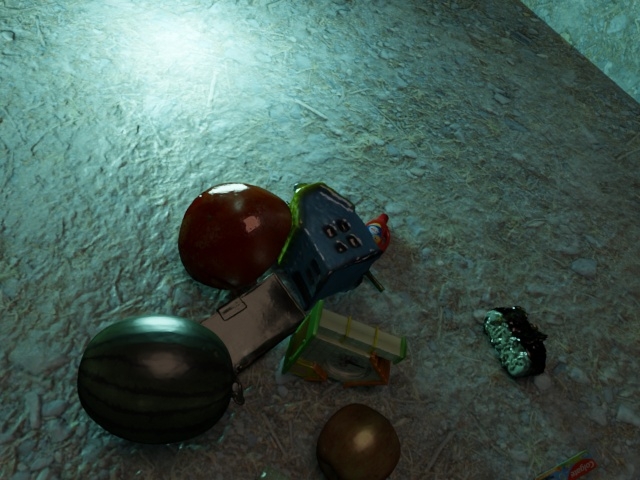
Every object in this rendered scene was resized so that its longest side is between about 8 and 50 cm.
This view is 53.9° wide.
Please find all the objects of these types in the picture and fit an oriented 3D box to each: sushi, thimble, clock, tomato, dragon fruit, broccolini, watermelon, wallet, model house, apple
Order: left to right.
[{"bbox_3d":[-0.345,0.304,1.387,0.359,0.279,0.279,5,52,-12],"label":"watermelon"},{"bbox_3d":[-0.251,-0.035,1.661,0.338,0.144,0.339,-15,54,22],"label":"tomato"},{"bbox_3d":[-0.192,0.227,1.618,0.317,0.044,0.169,-35,83,-28],"label":"wallet"},{"bbox_3d":[-0.203,0.126,1.711,0.083,0.056,0.060,-11,58,-22],"label":"dragon fruit"},{"bbox_3d":[-0.112,0.562,1.374,0.090,0.102,0.115,26,21,4],"label":"thimble"},{"bbox_3d":[0.000,0.000,1.734,0.215,0.237,0.303,-17,67,-27],"label":"model house"},{"bbox_3d":[0.063,0.284,1.574,0.255,0.220,0.106,22,48,-10],"label":"clock"},{"bbox_3d":[0.083,0.477,1.444,0.173,0.188,0.188,-34,69,-29],"label":"apple"},{"bbox_3d":[0.109,0.061,1.869,0.239,0.051,0.054,46,10,17],"label":"broccolini"},{"bbox_3d":[0.560,0.274,1.774,0.114,0.147,0.213,-10,53,-23],"label":"sushi"}]

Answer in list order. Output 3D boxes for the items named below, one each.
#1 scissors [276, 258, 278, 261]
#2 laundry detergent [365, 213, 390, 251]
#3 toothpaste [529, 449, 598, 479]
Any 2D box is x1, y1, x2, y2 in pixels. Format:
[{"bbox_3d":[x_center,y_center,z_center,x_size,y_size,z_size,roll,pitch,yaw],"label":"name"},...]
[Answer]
[{"bbox_3d":[-0.175,0.057,1.794,0.300,0.022,0.109,-32,67,-34],"label":"scissors"},{"bbox_3d":[0.176,-0.023,1.948,0.097,0.049,0.165,35,50,2],"label":"laundry detergent"},{"bbox_3d":[0.622,0.605,1.602,0.193,0.044,0.070,-15,60,-26],"label":"toothpaste"}]
